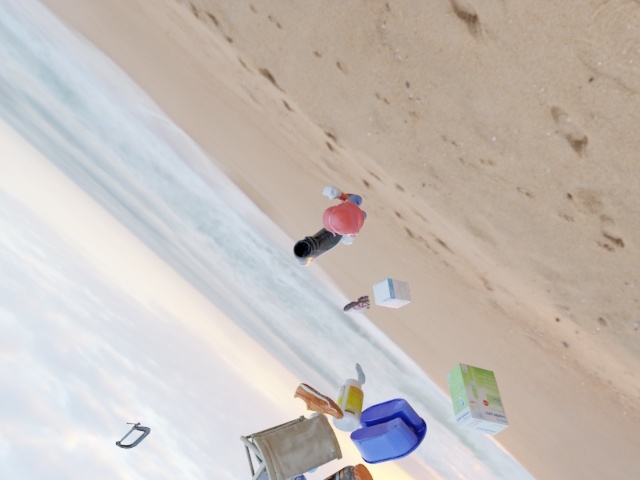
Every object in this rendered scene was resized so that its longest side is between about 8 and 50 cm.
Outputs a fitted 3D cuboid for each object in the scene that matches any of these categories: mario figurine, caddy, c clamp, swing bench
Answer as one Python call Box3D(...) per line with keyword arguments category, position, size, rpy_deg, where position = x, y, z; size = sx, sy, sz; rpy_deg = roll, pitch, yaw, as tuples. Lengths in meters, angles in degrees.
Box3D(category="mario figurine", position=(0.071, -0.092, 1.791), size=(0.198, 0.170, 0.320), rpy_deg=(41, -164, 4))
Box3D(category="caddy", position=(0.298, 0.842, 2.142), size=(0.341, 0.241, 0.179), rpy_deg=(-29, 101, 32))
Box3D(category="c clamp", position=(-0.750, 0.771, 1.943), size=(0.137, 0.160, 0.022), rpy_deg=(28, -161, -46))
Box3D(category="swing bench", position=(-0.105, 0.698, 1.656), size=(0.255, 0.253, 0.165), rpy_deg=(-42, 62, 57))

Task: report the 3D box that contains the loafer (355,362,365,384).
Box3D(category="loafer", position=(0.222, 0.743, 2.746), size=(0.039, 0.045, 0.125), rpy_deg=(-109, 3, -80))

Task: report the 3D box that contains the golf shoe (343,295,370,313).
Box3D(category="golf shoe", position=(0.202, 0.364, 2.655), size=(0.068, 0.186, 0.085), rpy_deg=(-6, 101, 53))

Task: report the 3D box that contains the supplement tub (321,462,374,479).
Box3D(category="supplement tub", position=(0.066, 0.770, 1.506), size=(0.117, 0.190, 0.117), rpy_deg=(50, -167, -16))

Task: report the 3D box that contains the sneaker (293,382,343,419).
Box3D(category="sneaker", position=(-0.005, 0.526, 1.576), size=(0.175, 0.067, 0.064), rpy_deg=(27, 176, 19))

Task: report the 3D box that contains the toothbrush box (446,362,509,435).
Box3D(category="toothbrush box", position=(0.736, 0.748, 2.323), size=(0.206, 0.283, 0.122), rpy_deg=(18, 133, -16))

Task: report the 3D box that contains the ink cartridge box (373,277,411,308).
Box3D(category="ink cartridge box", position=(0.308, 0.224, 2.069), size=(0.143, 0.089, 0.092), rpy_deg=(14, 147, -34))

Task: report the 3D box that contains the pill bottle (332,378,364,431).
Box3D(category="pill bottle", position=(0.122, 0.697, 2.097), size=(0.117, 0.215, 0.117), rpy_deg=(6, 122, 10))

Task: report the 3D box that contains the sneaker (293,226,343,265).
Box3D(category="sneaker", position=(0.000, 0.001, 2.153), size=(0.104, 0.296, 0.147), rpy_deg=(51, -179, 13))

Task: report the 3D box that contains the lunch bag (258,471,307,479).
Box3D(category="lunch bag", position=(-0.135, 1.120, 1.889), size=(0.239, 0.327, 0.385), rpy_deg=(2, 131, 24))

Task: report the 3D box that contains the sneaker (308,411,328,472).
Box3D(category="sneaker", position=(-0.041, 0.966, 2.223), size=(0.127, 0.318, 0.208), rpy_deg=(7, -163, 2))
